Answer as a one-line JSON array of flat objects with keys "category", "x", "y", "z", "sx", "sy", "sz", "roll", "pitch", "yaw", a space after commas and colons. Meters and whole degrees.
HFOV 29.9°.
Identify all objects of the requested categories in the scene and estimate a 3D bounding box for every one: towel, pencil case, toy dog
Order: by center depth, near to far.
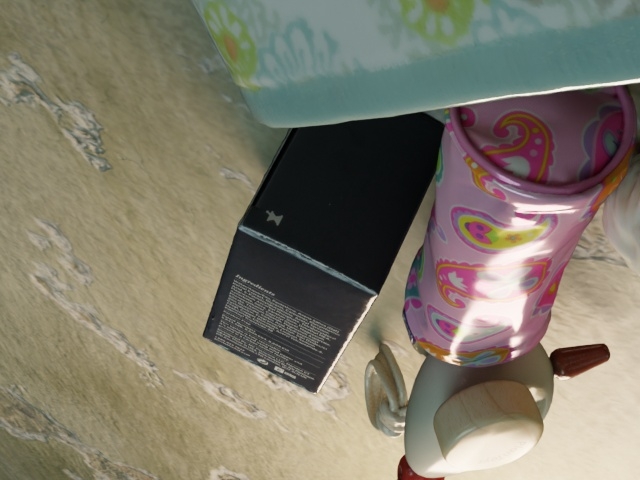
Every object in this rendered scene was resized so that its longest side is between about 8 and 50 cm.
[{"category": "towel", "x": 0.024, "y": -0.210, "z": 0.498, "sx": 0.374, "sy": 0.090, "sz": 0.321, "roll": -1, "pitch": 118, "yaw": 53}, {"category": "pencil case", "x": 0.123, "y": -0.013, "z": 0.813, "sx": 0.124, "sy": 0.124, "sz": 0.284, "roll": 23, "pitch": 154, "yaw": 9}, {"category": "toy dog", "x": 0.149, "y": 0.163, "z": 1.050, "sx": 0.161, "sy": 0.220, "sz": 0.334, "roll": -4, "pitch": 160, "yaw": -9}]

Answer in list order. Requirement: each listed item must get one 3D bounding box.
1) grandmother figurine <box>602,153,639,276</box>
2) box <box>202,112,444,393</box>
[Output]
[{"category": "grandmother figurine", "x": 0.334, "y": 0.010, "z": 0.714, "sx": 0.342, "sy": 0.104, "sz": 0.208, "roll": 13, "pitch": 120, "yaw": 31}, {"category": "box", "x": 0.000, "y": 0.000, "z": 0.909, "sx": 0.108, "sy": 0.153, "sz": 0.207, "roll": 27, "pitch": 152, "yaw": 1}]
